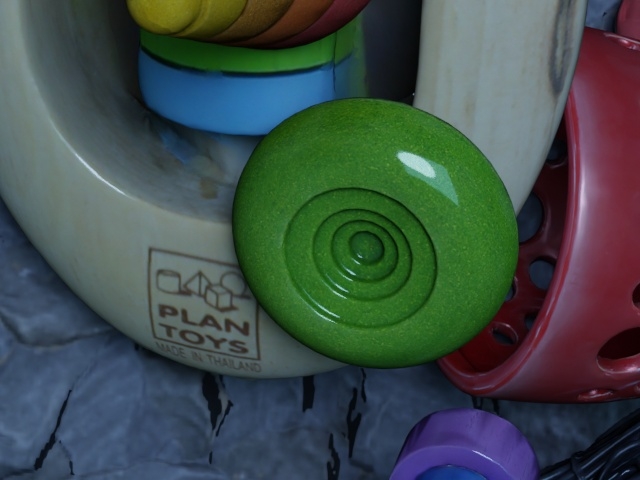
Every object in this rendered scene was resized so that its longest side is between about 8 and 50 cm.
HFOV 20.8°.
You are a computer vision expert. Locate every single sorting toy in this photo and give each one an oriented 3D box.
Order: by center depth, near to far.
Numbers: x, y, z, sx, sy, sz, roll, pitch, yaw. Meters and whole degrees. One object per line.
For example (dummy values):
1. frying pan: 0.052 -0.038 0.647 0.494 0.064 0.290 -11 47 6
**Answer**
1. sorting toy: 0.000 0.000 0.700 0.127 0.126 0.365 -13 111 22

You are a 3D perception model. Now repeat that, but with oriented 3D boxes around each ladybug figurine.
1. ladybug figurine: -0.024 -0.142 0.801 0.305 0.162 0.449 12 119 11

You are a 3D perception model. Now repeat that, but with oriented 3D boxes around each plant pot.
1. plant pot: 0.158 -0.007 0.890 0.174 0.191 0.191 8 86 -22

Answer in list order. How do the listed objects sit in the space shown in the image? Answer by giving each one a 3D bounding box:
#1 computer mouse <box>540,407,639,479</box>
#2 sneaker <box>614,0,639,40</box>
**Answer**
1. computer mouse: 0.218 0.165 0.917 0.188 0.072 0.272 -35 121 30
2. sneaker: 0.281 -0.188 0.950 0.097 0.135 0.276 44 78 -6
